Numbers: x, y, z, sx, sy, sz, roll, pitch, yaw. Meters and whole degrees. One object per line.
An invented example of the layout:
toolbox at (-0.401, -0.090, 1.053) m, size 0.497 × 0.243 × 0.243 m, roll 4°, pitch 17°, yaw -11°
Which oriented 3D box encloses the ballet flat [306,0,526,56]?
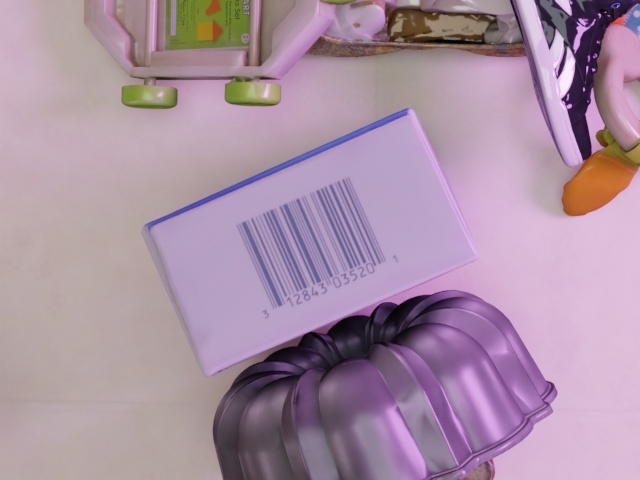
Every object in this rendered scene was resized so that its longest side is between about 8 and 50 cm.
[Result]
ballet flat at (0.095, -0.239, 1.745) m, size 0.348 × 0.123 × 0.123 m, roll 4°, pitch 90°, yaw 5°

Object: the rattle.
rattle at (0.287, -0.146, 1.770) m, size 0.130 × 0.143 × 0.200 m, roll -11°, pitch 71°, yaw -27°

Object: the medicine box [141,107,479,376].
medicine box at (0.000, 0.000, 1.663) m, size 0.263 × 0.289 × 0.149 m, roll -24°, pitch 90°, yaw 4°

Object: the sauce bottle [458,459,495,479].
sauce bottle at (0.149, 0.218, 1.729) m, size 0.042 × 0.128 × 0.042 m, roll 0°, pitch 89°, yaw 6°

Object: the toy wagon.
toy wagon at (-0.076, -0.263, 1.728) m, size 0.344 × 0.068 × 0.267 m, roll 2°, pitch 90°, yaw 26°

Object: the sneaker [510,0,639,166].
sneaker at (0.253, -0.185, 1.656) m, size 0.121 × 0.079 × 0.217 m, roll -17°, pitch 100°, yaw 3°

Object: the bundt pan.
bundt pan at (0.043, 0.144, 1.630) m, size 0.331 × 0.331 × 0.124 m, roll -22°, pitch 98°, yaw 4°
